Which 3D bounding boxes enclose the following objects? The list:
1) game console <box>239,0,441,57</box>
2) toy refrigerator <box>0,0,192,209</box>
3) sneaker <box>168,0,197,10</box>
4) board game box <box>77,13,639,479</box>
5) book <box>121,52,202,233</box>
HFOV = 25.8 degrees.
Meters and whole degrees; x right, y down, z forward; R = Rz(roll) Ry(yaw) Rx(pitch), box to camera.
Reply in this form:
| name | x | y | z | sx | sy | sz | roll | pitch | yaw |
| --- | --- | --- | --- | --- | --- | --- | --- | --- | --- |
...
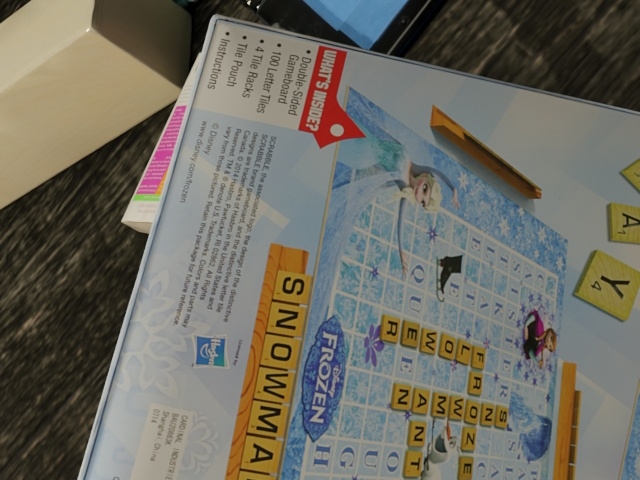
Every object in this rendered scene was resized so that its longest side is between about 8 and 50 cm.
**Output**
| name | x | y | z | sx | sy | sz | roll | pitch | yaw |
| --- | --- | --- | --- | --- | --- | --- | --- | --- | --- |
| game console | 0.011 | -0.294 | 0.957 | 0.293 | 0.250 | 0.173 | -52 | 12 | 7 |
| toy refrigerator | -0.235 | -0.123 | 1.156 | 0.269 | 0.102 | 0.094 | -27 | 47 | 34 |
| sneaker | -0.073 | -0.301 | 1.082 | 0.283 | 0.122 | 0.110 | -42 | 40 | 19 |
| board game box | 0.073 | 0.094 | 0.533 | 0.066 | 0.318 | 0.319 | 100 | -176 | -68 |
| book | -0.087 | -0.071 | 1.016 | 0.096 | 0.035 | 0.144 | 8 | 71 | 53 |
